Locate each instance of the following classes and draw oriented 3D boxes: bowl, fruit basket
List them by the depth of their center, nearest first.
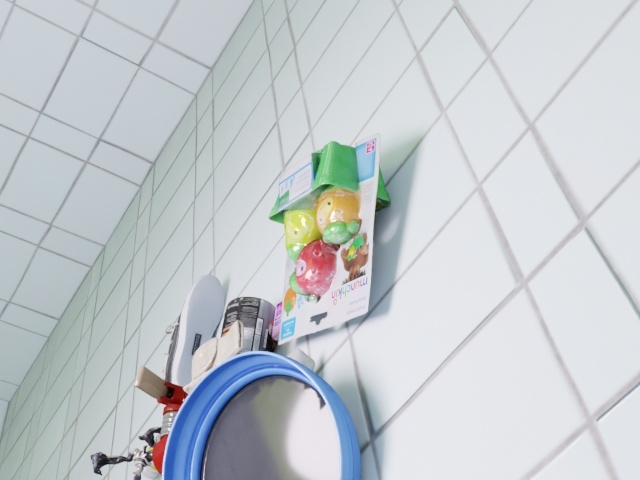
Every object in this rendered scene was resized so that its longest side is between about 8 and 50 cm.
[{"bbox_3d":[-0.101,0.381,1.404,0.391,0.077,0.391,-14,66,35],"label":"bowl"},{"bbox_3d":[0.000,0.000,1.629,0.327,0.165,0.353,-27,47,55],"label":"fruit basket"}]

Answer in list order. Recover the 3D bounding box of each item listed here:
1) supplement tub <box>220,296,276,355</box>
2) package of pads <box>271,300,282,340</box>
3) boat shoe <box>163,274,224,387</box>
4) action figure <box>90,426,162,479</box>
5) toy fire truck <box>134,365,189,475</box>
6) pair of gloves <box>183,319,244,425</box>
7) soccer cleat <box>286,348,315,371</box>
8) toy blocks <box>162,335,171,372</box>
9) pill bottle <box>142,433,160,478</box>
[{"bbox_3d":[-0.156,0.224,1.792,0.117,0.117,0.190,-39,35,46],"label":"supplement tub"},{"bbox_3d":[-0.075,0.166,1.785,0.050,0.032,0.083,-35,37,44],"label":"package of pads"},{"bbox_3d":[-0.328,0.235,2.148,0.105,0.113,0.306,-9,68,46],"label":"boat shoe"},{"bbox_3d":[-0.378,0.499,1.939,0.141,0.276,0.164,81,171,-65],"label":"action figure"},{"bbox_3d":[-0.303,0.378,1.785,0.158,0.246,0.217,-44,31,43],"label":"toy fire truck"},{"bbox_3d":[-0.221,0.291,1.674,0.204,0.042,0.240,-41,35,43],"label":"pair of gloves"},{"bbox_3d":[-0.114,0.310,1.662,0.331,0.116,0.143,-35,17,50],"label":"soccer cleat"},{"bbox_3d":[-0.390,0.335,2.253,0.123,0.054,0.148,6,73,65],"label":"toy blocks"},{"bbox_3d":[-0.389,0.520,2.060,0.116,0.065,0.065,-56,25,21],"label":"pill bottle"}]
